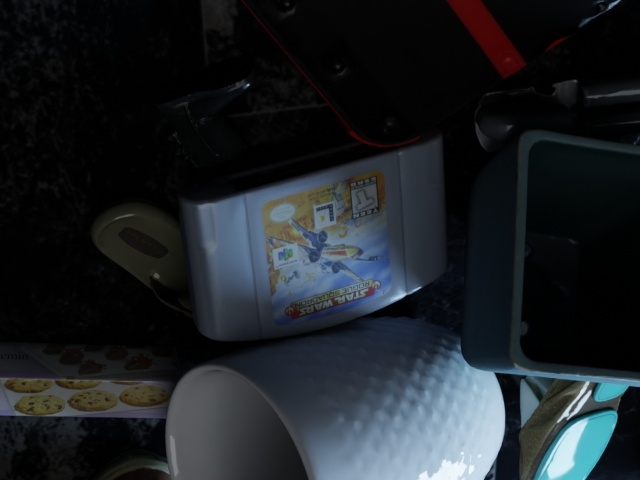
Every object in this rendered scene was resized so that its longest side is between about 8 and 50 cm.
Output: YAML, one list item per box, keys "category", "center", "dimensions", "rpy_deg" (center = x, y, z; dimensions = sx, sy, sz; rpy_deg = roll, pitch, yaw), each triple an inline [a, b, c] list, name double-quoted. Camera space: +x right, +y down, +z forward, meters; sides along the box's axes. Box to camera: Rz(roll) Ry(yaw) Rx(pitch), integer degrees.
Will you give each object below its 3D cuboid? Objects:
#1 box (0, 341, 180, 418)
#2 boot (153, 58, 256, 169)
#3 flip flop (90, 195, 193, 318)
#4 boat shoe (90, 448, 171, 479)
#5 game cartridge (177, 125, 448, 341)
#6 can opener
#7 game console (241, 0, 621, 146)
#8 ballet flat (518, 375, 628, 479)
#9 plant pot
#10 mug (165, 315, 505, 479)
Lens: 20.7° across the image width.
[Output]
- category: "box"
  center: [-0.323, 0.159, 1.994]
  dimensions: [0.324, 0.063, 0.067]
  rpy_deg: [3, 128, -15]
- category: "boot"
  center: [-0.105, -0.128, 1.811]
  dimensions: [0.121, 0.045, 0.099]
  rpy_deg: [-19, 129, 14]
- category: "flip flop"
  center: [-0.132, 0.043, 1.926]
  dimensions: [0.277, 0.080, 0.112]
  rpy_deg: [32, 117, -32]
- category: "boat shoe"
  center: [-0.291, 0.392, 2.163]
  dimensions: [0.122, 0.120, 0.324]
  rpy_deg: [28, 119, -30]
- category: "game cartridge"
  center: [0.000, 0.000, 1.881]
  dimensions: [0.297, 0.062, 0.198]
  rpy_deg: [-16, 118, -17]
- category: "can opener"
  center: [0.300, -0.135, 1.867]
  dimensions: [0.280, 0.093, 0.074]
  rpy_deg: [-9, 124, -7]
- category: "game console"
  center: [0.091, -0.289, 1.718]
  dimensions: [0.342, 0.060, 0.386]
  rpy_deg: [-35, 129, 10]
- category: "ballet flat"
  center: [0.305, 0.173, 2.106]
  dimensions: [0.116, 0.124, 0.342]
  rpy_deg: [-8, 134, -34]
- category: "plant pot"
  center: [0.269, 0.037, 1.888]
  dimensions: [0.248, 0.247, 0.252]
  rpy_deg: [7, 170, -18]
- category: "mug"
  center: [0.010, 0.236, 2.007]
  dimensions: [0.328, 0.276, 0.374]
  rpy_deg: [-17, 174, -37]
